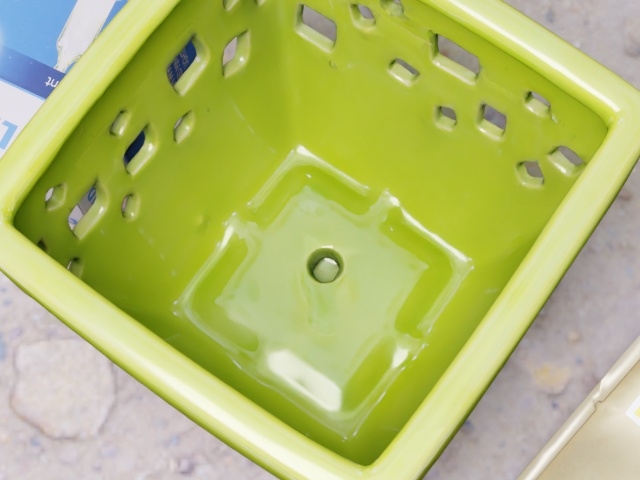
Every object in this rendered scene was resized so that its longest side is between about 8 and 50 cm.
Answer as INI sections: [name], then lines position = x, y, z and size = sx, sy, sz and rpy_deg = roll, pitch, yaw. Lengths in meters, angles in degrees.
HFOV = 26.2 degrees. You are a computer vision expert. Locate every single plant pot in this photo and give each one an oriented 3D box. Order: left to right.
[plant pot]
position = 0.000, 0.000, 0.674
size = 0.227, 0.207, 0.228
rpy_deg = 34, 76, 13

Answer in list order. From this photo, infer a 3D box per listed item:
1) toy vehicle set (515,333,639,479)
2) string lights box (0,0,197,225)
[toy vehicle set]
position = 0.227, 0.100, 0.695
size = 0.166, 0.035, 0.267
rpy_deg = 41, 88, 13
[string lights box]
position = -0.129, -0.148, 0.797
size = 0.133, 0.076, 0.259
rpy_deg = 25, 74, 9
